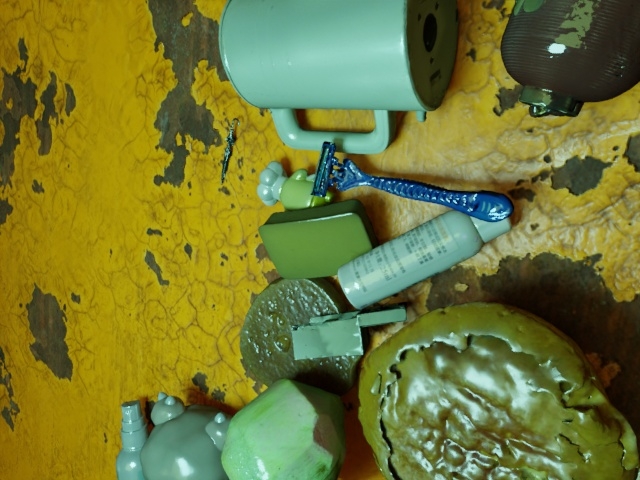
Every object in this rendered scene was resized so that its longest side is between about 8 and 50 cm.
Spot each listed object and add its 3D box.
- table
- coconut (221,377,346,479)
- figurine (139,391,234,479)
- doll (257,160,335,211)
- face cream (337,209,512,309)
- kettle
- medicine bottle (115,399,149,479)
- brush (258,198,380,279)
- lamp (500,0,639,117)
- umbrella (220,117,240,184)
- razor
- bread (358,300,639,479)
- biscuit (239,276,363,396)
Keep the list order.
[{"bbox_3d":[0.056,0.144,0.765,0.176,0.146,0.062,-8,85,10],"label":"table"},{"bbox_3d":[-0.051,0.351,0.825,0.205,0.236,0.235,26,112,51],"label":"coconut"},{"bbox_3d":[-0.279,0.527,1.035,0.249,0.203,0.380,11,105,26],"label":"figurine"},{"bbox_3d":[-0.050,-0.089,0.879,0.163,0.062,0.106,26,111,24],"label":"doll"},{"bbox_3d":[0.159,0.018,0.730,0.269,0.082,0.081,-28,83,17],"label":"face cream"},{"bbox_3d":[0.037,-0.286,0.740,0.318,0.265,0.205,8,70,30],"label":"kettle"},{"bbox_3d":[-0.463,0.583,1.212,0.110,0.110,0.351,-2,96,32],"label":"medicine bottle"},{"bbox_3d":[0.000,0.000,0.828,0.197,0.059,0.123,-8,124,26],"label":"brush"},{"bbox_3d":[0.318,-0.272,0.566,0.180,0.180,0.257,27,112,26],"label":"lamp"},{"bbox_3d":[-0.193,-0.184,0.979,0.022,0.022,0.148,33,118,19],"label":"umbrella"},{"bbox_3d":[0.134,-0.081,0.727,0.324,0.056,0.093,17,99,32],"label":"razor"},{"bbox_3d":[0.234,0.248,0.677,0.358,0.204,0.336,-40,79,34],"label":"bread"},{"bbox_3d":[-0.039,0.199,0.925,0.257,0.049,0.273,50,121,13],"label":"biscuit"}]
